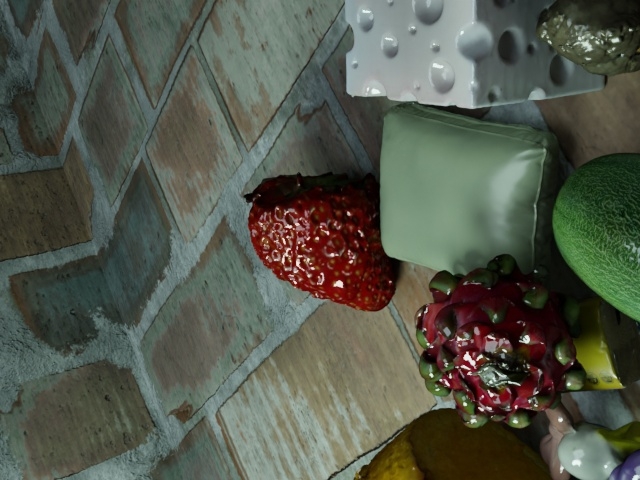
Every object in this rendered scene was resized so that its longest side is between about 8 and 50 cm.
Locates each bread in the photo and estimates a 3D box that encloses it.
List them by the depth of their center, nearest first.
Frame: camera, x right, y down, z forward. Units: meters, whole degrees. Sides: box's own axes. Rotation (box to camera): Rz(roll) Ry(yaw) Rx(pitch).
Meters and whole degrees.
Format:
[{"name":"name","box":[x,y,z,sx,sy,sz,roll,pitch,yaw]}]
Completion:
[{"name":"bread","box":[0.224,0.407,1.224,0.358,0.337,0.204,46,128,26]}]

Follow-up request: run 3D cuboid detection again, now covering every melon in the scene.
[{"name":"melon","box":[0.390,0.007,0.980,0.288,0.182,0.182,42,133,42]}]

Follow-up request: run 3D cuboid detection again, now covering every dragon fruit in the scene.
[{"name":"dragon fruit","box":[0.205,0.126,1.119,0.273,0.198,0.218,0,91,50]}]

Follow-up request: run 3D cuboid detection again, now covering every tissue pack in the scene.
[{"name":"tissue pack","box":[0.343,0.141,1.179,0.169,0.082,0.119,-21,83,56]}]

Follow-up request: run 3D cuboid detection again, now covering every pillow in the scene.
[{"name":"pillow","box":[0.206,-0.061,1.277,0.322,0.120,0.255,23,120,49]}]

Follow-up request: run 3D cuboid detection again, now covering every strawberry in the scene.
[{"name":"strawberry","box":[0.004,0.000,1.483,0.261,0.261,0.257,17,113,52]}]

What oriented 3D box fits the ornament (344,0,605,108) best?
[{"name":"ornament","box":[0.194,-0.302,1.107,0.240,0.239,0.239,19,115,52]}]

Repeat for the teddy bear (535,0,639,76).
[{"name":"teddy bear","box":[0.337,-0.243,0.965,0.177,0.190,0.140,20,124,57]}]

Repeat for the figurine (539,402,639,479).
[{"name":"figurine","box":[0.373,0.315,1.012,0.421,0.193,0.154,-105,3,-63]}]
